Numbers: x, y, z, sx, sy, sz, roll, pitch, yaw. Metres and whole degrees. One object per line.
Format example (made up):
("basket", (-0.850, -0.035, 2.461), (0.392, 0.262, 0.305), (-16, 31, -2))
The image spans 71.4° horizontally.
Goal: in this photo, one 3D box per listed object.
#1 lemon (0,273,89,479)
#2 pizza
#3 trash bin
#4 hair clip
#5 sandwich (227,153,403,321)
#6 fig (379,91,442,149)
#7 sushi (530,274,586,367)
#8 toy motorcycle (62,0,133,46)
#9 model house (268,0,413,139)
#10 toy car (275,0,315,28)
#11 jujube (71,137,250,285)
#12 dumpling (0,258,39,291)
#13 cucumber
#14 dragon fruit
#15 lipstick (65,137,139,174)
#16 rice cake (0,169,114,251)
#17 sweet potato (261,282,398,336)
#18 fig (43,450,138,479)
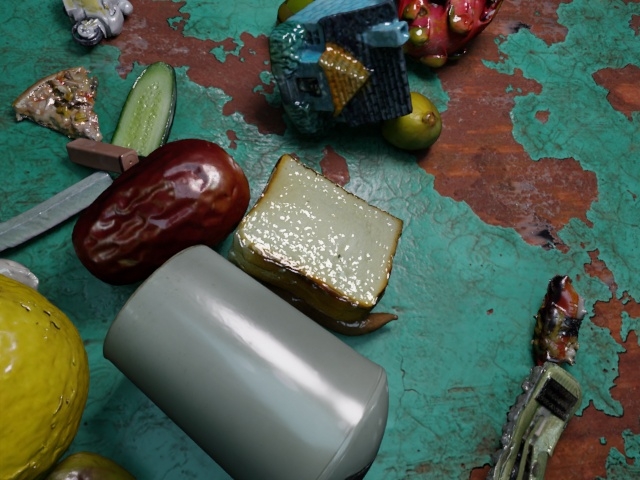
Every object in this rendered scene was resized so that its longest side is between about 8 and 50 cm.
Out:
("lemon", (-0.513, 0.209, 0.612), (0.350, 0.387, 0.350), (7, 79, -36))
("pizza", (-0.530, -0.275, 0.938), (0.185, 0.052, 0.195), (-41, 83, -15))
("trash bin", (-0.100, 0.229, 0.726), (0.432, 0.280, 0.280), (37, 70, 7))
("hair clip", (0.385, 0.390, 0.845), (0.138, 0.091, 0.321), (36, 70, -9))
("sandwich", (0.000, 0.000, 0.863), (0.301, 0.099, 0.271), (29, 53, -4))
("fig", (0.208, -0.272, 1.023), (0.153, 0.121, 0.136), (33, 74, 27))
("sushi", (0.496, 0.184, 0.928), (0.103, 0.097, 0.226), (16, 85, 2))
("toy motorcycle", (-0.512, -0.541, 1.016), (0.151, 0.074, 0.228), (-16, 74, -17))
("model house", (0.071, -0.333, 0.898), (0.241, 0.261, 0.226), (22, 59, 39))
("toy car", (0.018, -0.539, 1.033), (0.248, 0.198, 0.204), (-40, 81, -20))
("jujube", (-0.285, -0.053, 0.820), (0.318, 0.223, 0.223), (-35, 80, -6))
("dumpling", (-0.578, 0.106, 0.781), (0.176, 0.092, 0.150), (-6, 94, -17))
("cucumber", (-0.357, -0.272, 0.955), (0.115, 0.063, 0.244), (8, 71, 7))
("dragon fruit", (0.300, -0.564, 1.064), (0.243, 0.227, 0.307), (24, 101, -29))
("lipstick", (-0.434, -0.168, 0.888), (0.145, 0.045, 0.045), (14, 37, 19))
("rice cake", (-0.532, -0.056, 0.870), (0.290, 0.051, 0.081), (-35, 46, -19))
("sweet potato", (0.012, 0.142, 0.882), (0.281, 0.059, 0.067), (20, 49, -4))
("fig", (-0.369, 0.412, 0.693), (0.166, 0.144, 0.154), (13, 74, -20))
